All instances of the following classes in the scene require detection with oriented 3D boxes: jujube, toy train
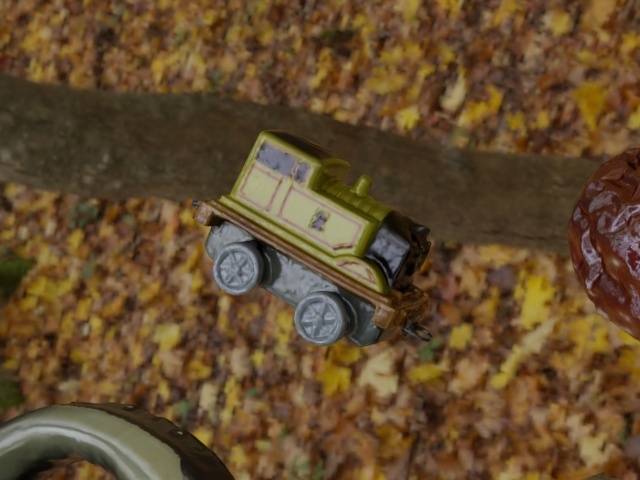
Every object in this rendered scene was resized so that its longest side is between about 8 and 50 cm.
[{"bbox_3d":[0.318,0.005,1.089,0.250,0.174,0.174,-83,15,-70],"label":"jujube"},{"bbox_3d":[0.000,0.000,0.882,0.127,0.219,0.089,-65,-20,12],"label":"toy train"}]

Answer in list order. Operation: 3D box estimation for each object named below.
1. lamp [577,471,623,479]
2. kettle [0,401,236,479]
[{"bbox_3d":[0.247,0.307,0.970,0.233,0.265,0.233,-19,59,36],"label":"lamp"},{"bbox_3d":[-0.153,0.228,0.563,0.324,0.228,0.321,10,66,47],"label":"kettle"}]
